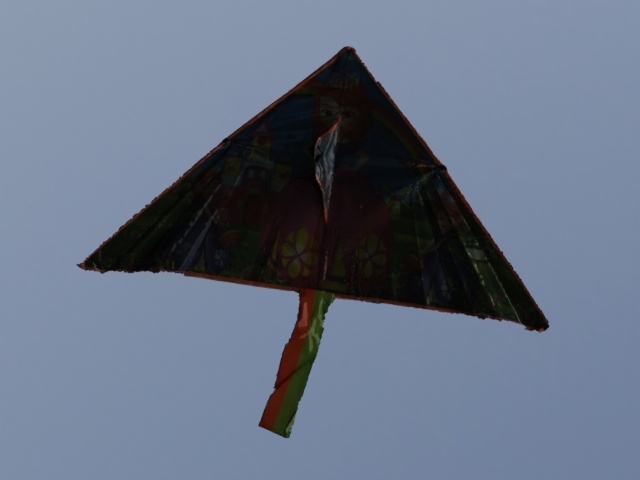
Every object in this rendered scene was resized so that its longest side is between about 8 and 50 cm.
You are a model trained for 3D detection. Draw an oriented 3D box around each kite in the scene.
[{"bbox_3d":[0.000,0.000,0.737,0.010,0.190,0.159,128,-32,-86],"label":"kite"}]
